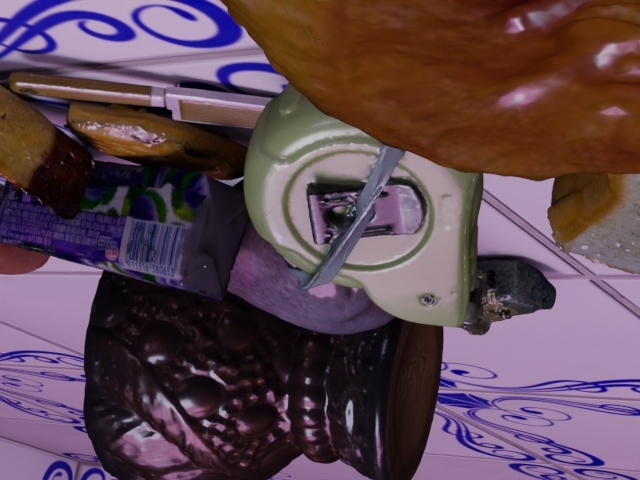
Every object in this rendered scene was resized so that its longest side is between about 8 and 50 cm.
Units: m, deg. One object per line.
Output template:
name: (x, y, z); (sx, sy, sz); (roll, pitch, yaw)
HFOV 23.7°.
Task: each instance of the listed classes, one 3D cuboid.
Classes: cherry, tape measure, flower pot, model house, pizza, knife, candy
cherry: (0.000, 0.001, 1.201); (0.176, 0.140, 0.176); (14, 171, 2)
tape measure: (0.035, -0.037, 1.029); (0.175, 0.106, 0.200); (6, 134, 5)
flower pot: (-0.040, 0.111, 1.364); (0.267, 0.266, 0.266); (7, 164, 19)
model house: (0.163, 0.051, 1.403); (0.083, 0.066, 0.079); (-7, 153, 41)
pizza: (-0.127, -0.080, 1.188); (0.160, 0.035, 0.099); (16, 171, -23)
knife: (-0.100, -0.103, 1.121); (0.256, 0.022, 0.046); (6, 157, 0)
candy: (-0.166, -0.018, 1.229); (0.061, 0.088, 0.312); (17, 176, -38)

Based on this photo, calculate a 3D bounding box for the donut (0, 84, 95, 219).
donut: (-0.229, -0.072, 1.176); (0.140, 0.059, 0.140); (36, 177, 2)

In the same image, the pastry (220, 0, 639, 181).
pastry: (0.111, -0.141, 0.614); (0.356, 0.163, 0.356); (9, 158, 4)

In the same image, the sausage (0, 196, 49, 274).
sausage: (-0.417, -0.050, 1.404); (0.433, 0.087, 0.088); (23, 160, -39)

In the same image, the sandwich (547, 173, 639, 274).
sandwich: (0.279, -0.033, 0.999); (0.226, 0.087, 0.251); (12, 164, -1)
